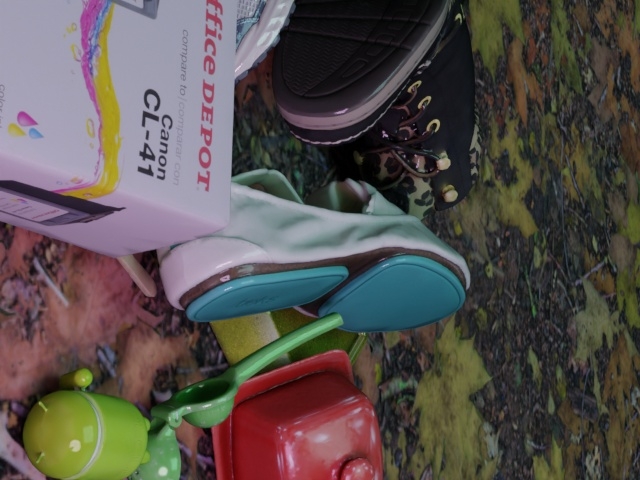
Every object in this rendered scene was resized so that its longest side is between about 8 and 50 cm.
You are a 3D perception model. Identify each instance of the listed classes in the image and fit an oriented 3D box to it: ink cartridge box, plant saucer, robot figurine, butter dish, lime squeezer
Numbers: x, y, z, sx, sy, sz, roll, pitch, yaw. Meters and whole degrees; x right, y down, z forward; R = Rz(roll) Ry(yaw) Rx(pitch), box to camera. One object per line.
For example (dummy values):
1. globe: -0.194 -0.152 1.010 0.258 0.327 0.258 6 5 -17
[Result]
1. ink cartridge box: -0.204 -0.136 1.264 0.306 0.131 0.226 18 67 -46
2. plant saucer: -0.018 0.078 1.678 0.188 0.045 0.188 -57 133 -47
3. robot figurine: -0.176 0.148 1.369 0.115 0.067 0.101 17 70 -58
4. butter dish: -0.001 0.193 1.576 0.160 0.118 0.160 -18 110 -37
5. lime squeezer: -0.090 0.164 1.475 0.110 0.059 0.310 35 73 -15

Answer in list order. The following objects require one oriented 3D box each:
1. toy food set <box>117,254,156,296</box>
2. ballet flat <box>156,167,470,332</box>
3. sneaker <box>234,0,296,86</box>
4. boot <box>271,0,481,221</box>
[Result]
1. toy food set: -0.156 -0.058 1.478 0.132 0.038 0.192 61 32 -47
2. ballet flat: 0.000 0.000 1.576 0.400 0.139 0.139 6 80 -55
3. sneaker: -0.079 -0.254 1.598 0.122 0.110 0.283 26 71 -19
4. boot: 0.067 -0.133 1.711 0.377 0.138 0.284 -69 158 -48
